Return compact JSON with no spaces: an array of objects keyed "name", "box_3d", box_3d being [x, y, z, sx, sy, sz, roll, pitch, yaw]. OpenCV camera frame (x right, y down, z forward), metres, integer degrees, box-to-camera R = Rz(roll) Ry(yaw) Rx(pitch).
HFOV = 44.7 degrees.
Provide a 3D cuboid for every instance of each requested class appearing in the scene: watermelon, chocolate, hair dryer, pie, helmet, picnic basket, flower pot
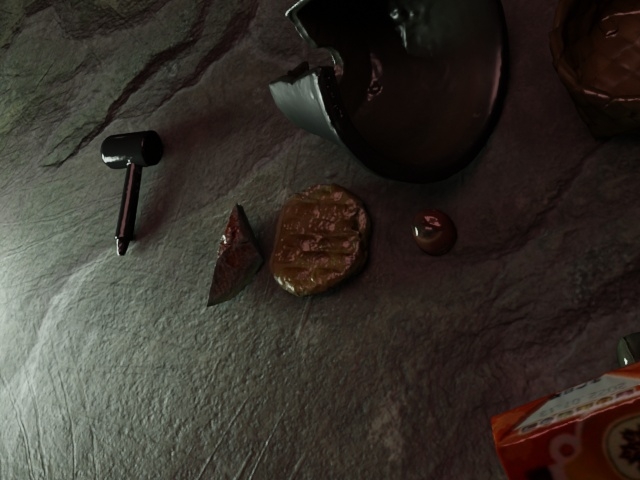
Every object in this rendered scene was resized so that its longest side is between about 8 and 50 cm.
[{"name":"watermelon","box_3d":[-0.146,0.028,1.304,0.081,0.094,0.180,11,90,30]},{"name":"chocolate","box_3d":[0.331,0.275,0.854,0.235,0.108,0.237,-26,84,23]},{"name":"hair dryer","box_3d":[-0.377,-0.090,1.507,0.114,0.070,0.248,-1,77,28]},{"name":"pie","box_3d":[0.000,0.000,1.254,0.195,0.046,0.195,-13,63,27]},{"name":"helmet","box_3d":[0.162,-0.021,1.167,0.065,0.049,0.084,-41,56,10]},{"name":"picnic basket","box_3d":[0.447,-0.297,0.965,0.337,0.337,0.293,-5,67,28]},{"name":"flower pot","box_3d":[0.082,-0.271,1.189,0.251,0.379,0.379,5,70,53]}]

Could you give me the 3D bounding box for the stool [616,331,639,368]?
[{"name":"stool","box_3d":[0.414,0.148,0.925,0.110,0.096,0.096,-22,60,15]}]
